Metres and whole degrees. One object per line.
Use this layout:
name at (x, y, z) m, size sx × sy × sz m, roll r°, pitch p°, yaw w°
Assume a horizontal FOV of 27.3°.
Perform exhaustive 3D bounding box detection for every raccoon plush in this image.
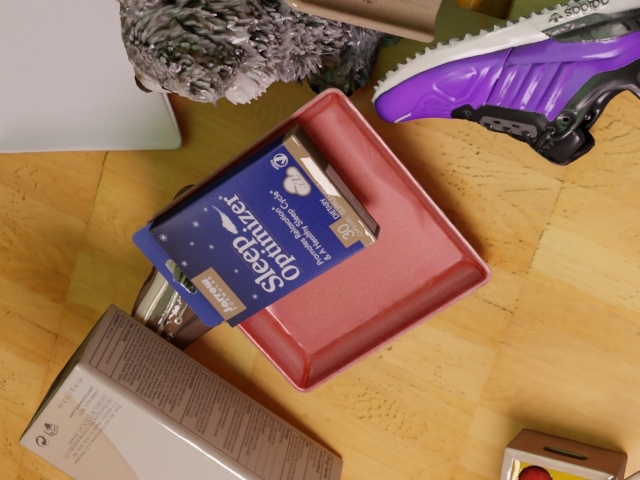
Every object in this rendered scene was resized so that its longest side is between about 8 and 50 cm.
raccoon plush at (-0.018, -0.306, 1.214) m, size 0.216 × 0.299 × 0.446 m, roll 37°, pitch 110°, yaw 15°

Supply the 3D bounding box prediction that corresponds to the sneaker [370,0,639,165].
sneaker at (0.191, -0.134, 1.257) m, size 0.293 × 0.102 × 0.146 m, roll -16°, pitch 92°, yaw 24°

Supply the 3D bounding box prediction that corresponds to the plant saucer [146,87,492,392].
plant saucer at (0.000, 0.000, 1.348) m, size 0.259 × 0.048 × 0.258 m, roll -34°, pitch 108°, yaw 24°

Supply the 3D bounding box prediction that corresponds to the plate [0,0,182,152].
plate at (-0.299, -0.223, 1.439) m, size 0.278 × 0.045 × 0.277 m, roll 0°, pitch 126°, yaw 23°

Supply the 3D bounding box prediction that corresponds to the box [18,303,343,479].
box at (-0.137, 0.220, 1.374) m, size 0.311 × 0.148 × 0.121 m, roll 36°, pitch 112°, yaw -8°

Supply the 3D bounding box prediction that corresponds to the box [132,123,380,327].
box at (-0.070, -0.002, 1.313) m, size 0.225 × 0.036 × 0.136 m, roll -31°, pitch 109°, yaw 24°

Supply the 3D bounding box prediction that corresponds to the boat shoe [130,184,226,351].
boat shoe at (-0.146, 0.074, 1.441) m, size 0.095 × 0.095 × 0.258 m, roll 22°, pitch 106°, yaw 13°

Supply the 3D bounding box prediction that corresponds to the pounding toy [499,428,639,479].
pounding toy at (0.246, 0.256, 1.293) m, size 0.141 × 0.100 × 0.130 m, roll 12°, pitch 103°, yaw 21°

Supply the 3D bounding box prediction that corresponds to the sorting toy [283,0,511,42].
sorting toy at (0.104, -0.291, 1.164) m, size 0.041 × 0.307 × 0.229 m, roll 27°, pitch 106°, yaw 39°
